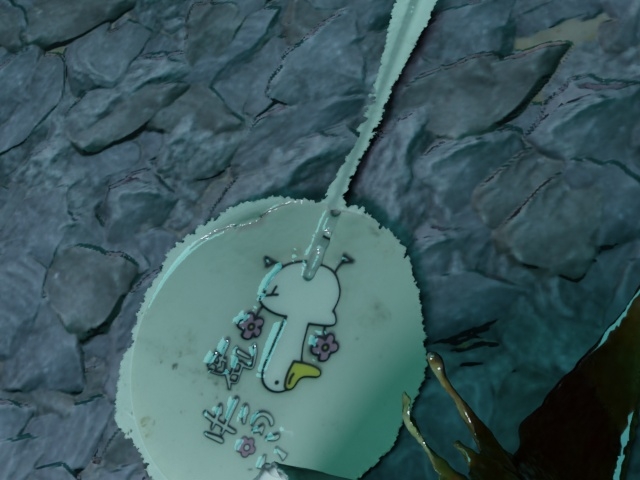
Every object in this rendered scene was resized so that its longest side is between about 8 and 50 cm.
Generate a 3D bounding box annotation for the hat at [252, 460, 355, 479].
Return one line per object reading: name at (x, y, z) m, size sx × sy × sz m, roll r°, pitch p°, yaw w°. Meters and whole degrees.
hat at (0.065, 0.251, 0.515) m, size 0.301 × 0.168 × 0.257 m, roll 26°, pitch 117°, yaw 8°

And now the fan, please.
fan at (0.000, 0.000, 0.733) m, size 0.233 × 0.012 × 0.414 m, roll 19°, pitch 77°, yaw 28°

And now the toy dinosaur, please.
toy dinosaur at (0.126, 0.118, 0.455) m, size 0.113 × 0.327 × 0.206 m, roll -44°, pitch 64°, yaw 19°
